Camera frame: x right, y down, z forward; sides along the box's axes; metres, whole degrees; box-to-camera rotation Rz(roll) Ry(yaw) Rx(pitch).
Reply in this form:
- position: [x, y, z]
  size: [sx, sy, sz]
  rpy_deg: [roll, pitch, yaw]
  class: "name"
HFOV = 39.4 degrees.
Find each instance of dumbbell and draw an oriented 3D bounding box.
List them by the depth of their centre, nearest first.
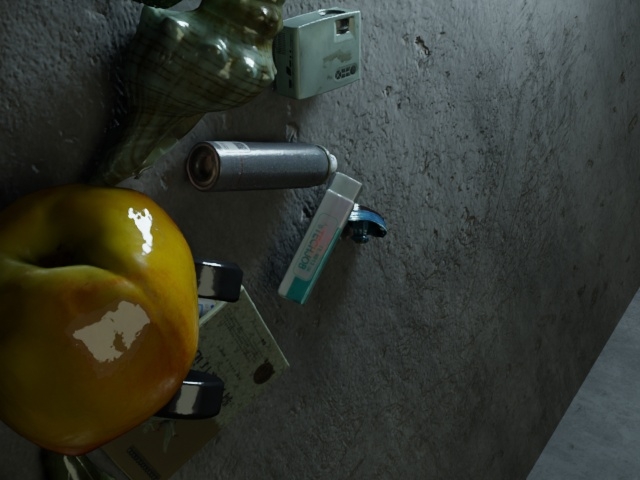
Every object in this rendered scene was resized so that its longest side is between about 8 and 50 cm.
- position: [-0.197, 0.129, 1.235]
  size: [0.152, 0.152, 0.218]
  rpy_deg: [12, 85, -53]
  class: "dumbbell"

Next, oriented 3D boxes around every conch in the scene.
- position: [-0.180, -0.212, 1.134]
  size: [0.386, 0.170, 0.203]
  rpy_deg: [-31, 174, 14]
  class: "conch"

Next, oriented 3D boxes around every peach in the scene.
- position: [-0.282, 0.093, 1.051]
  size: [0.289, 0.289, 0.308]
  rpy_deg: [-44, 152, -29]
  class: "peach"

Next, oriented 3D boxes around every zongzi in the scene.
- position: [-0.340, 0.308, 1.279]
  size: [0.130, 0.062, 0.154]
  rpy_deg: [-34, 118, -64]
  class: "zongzi"

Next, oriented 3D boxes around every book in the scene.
- position: [-0.197, 0.236, 1.386]
  size: [0.310, 0.021, 0.217]
  rpy_deg: [-42, 137, -17]
  class: "book"

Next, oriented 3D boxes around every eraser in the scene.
- position: [0.000, 0.000, 1.492]
  size: [0.225, 0.052, 0.095]
  rpy_deg: [-63, 175, -1]
  class: "eraser"

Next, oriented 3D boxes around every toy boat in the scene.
- position: [0.074, -0.027, 1.600]
  size: [0.137, 0.060, 0.061]
  rpy_deg: [28, 63, -56]
  class: "toy boat"

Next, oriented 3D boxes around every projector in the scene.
- position: [-0.005, -0.291, 1.374]
  size: [0.147, 0.061, 0.115]
  rpy_deg: [-27, 128, -41]
  class: "projector"

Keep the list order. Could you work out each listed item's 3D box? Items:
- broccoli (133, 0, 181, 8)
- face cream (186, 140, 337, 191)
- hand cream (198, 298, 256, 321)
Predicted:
- position: [-0.192, -0.400, 0.957]
  size: [0.275, 0.307, 0.308]
  rpy_deg: [-81, 161, -48]
  class: "broccoli"
- position: [-0.077, -0.114, 1.362]
  size: [0.283, 0.073, 0.073]
  rpy_deg: [-6, 112, -49]
  class: "face cream"
- position: [-0.171, 0.110, 1.382]
  size: [0.170, 0.043, 0.065]
  rpy_deg: [4, 108, -47]
  class: "hand cream"
